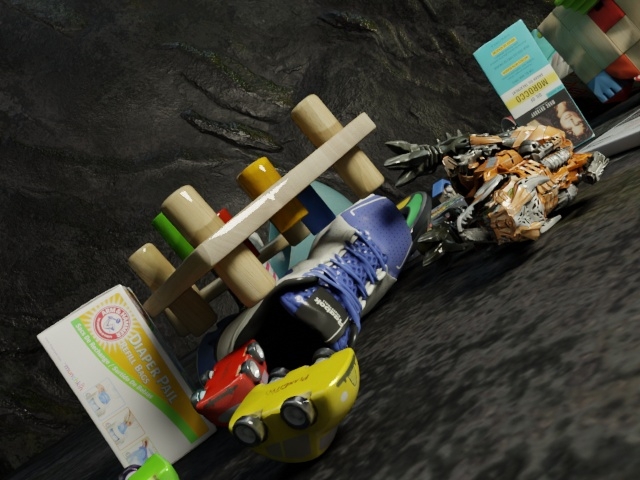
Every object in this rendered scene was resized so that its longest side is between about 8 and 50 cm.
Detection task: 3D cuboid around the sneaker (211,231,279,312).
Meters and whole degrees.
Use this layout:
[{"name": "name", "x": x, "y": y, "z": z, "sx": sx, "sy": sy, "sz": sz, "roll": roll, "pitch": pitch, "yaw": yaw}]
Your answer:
[{"name": "sneaker", "x": -0.111, "y": 0.102, "z": 0.989, "sx": 0.123, "sy": 0.178, "sz": 0.295, "roll": -34, "pitch": -29, "yaw": -5}]

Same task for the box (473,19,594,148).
[{"name": "box", "x": 0.385, "y": -0.265, "z": 1.011, "sx": 0.100, "sy": 0.244, "sz": 0.060, "roll": -33, "pitch": 1, "yaw": 22}]

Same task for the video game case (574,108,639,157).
[{"name": "video game case", "x": 0.435, "y": -0.161, "z": 0.700, "sx": 0.173, "sy": 0.022, "sz": 0.190, "roll": -34, "pitch": -1, "yaw": -7}]

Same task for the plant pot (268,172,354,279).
[{"name": "plant pot", "x": 0.000, "y": 0.000, "z": 1.270, "sx": 0.195, "sy": 0.291, "sz": 0.290, "roll": 4, "pitch": -10, "yaw": -14}]

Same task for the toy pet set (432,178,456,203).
[{"name": "toy pet set", "x": 0.382, "y": -0.159, "z": 1.592, "sx": 0.122, "sy": 0.065, "sz": 0.114, "roll": -33, "pitch": 0, "yaw": -34}]

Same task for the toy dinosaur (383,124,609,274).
[{"name": "toy dinosaur", "x": 0.212, "y": -0.059, "z": 0.625, "sx": 0.218, "sy": 0.165, "sz": 0.321, "roll": -14, "pitch": -6, "yaw": 37}]

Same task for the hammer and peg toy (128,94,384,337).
[{"name": "hammer and peg toy", "x": -0.098, "y": -0.011, "z": 0.674, "sx": 0.266, "sy": 0.127, "sz": 0.361, "roll": -44, "pitch": 6, "yaw": -31}]

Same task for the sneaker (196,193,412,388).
[{"name": "sneaker", "x": 0.011, "y": 0.070, "z": 0.626, "sx": 0.315, "sy": 0.127, "sz": 0.182, "roll": -41, "pitch": 7, "yaw": -22}]

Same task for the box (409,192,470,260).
[{"name": "box", "x": 0.233, "y": -0.044, "z": 1.005, "sx": 0.233, "sy": 0.044, "sz": 0.159, "roll": -34, "pitch": 0, "yaw": 9}]

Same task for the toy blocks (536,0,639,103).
[{"name": "toy blocks", "x": 0.565, "y": -0.376, "z": 0.940, "sx": 0.190, "sy": 0.261, "sz": 0.381, "roll": -36, "pitch": -6, "yaw": -24}]

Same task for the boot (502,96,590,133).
[{"name": "boot", "x": 0.555, "y": -0.271, "z": 1.425, "sx": 0.246, "sy": 0.084, "sz": 0.161, "roll": -26, "pitch": -4, "yaw": 1}]

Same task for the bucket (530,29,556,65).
[{"name": "bucket", "x": 0.741, "y": -0.526, "z": 1.629, "sx": 0.281, "sy": 0.183, "sz": 0.281, "roll": -2, "pitch": 14, "yaw": 0}]

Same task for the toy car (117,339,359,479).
[{"name": "toy car", "x": -0.088, "y": 0.162, "z": 0.404, "sx": 0.225, "sy": 0.053, "sz": 0.239, "roll": -39, "pitch": 10, "yaw": -26}]

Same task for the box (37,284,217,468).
[{"name": "box", "x": -0.223, "y": 0.164, "z": 0.661, "sx": 0.103, "sy": 0.203, "sz": 0.114, "roll": -34, "pitch": 0, "yaw": -15}]

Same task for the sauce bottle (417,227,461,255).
[{"name": "sauce bottle", "x": 0.177, "y": -0.003, "z": 0.793, "sx": 0.042, "sy": 0.042, "sz": 0.128, "roll": -33, "pitch": 2, "yaw": -16}]

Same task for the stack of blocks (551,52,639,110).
[{"name": "stack of blocks", "x": 0.635, "y": -0.392, "z": 1.317, "sx": 0.171, "sy": 0.087, "sz": 0.297, "roll": 10, "pitch": 2, "yaw": 3}]

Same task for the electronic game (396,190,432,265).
[{"name": "electronic game", "x": 0.092, "y": 0.015, "z": 0.870, "sx": 0.229, "sy": 0.048, "sz": 0.229, "roll": -50, "pitch": 7, "yaw": 9}]

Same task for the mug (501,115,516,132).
[{"name": "mug", "x": 0.651, "y": -0.361, "z": 1.694, "sx": 0.169, "sy": 0.113, "sz": 0.150, "roll": -30, "pitch": 2, "yaw": -2}]
